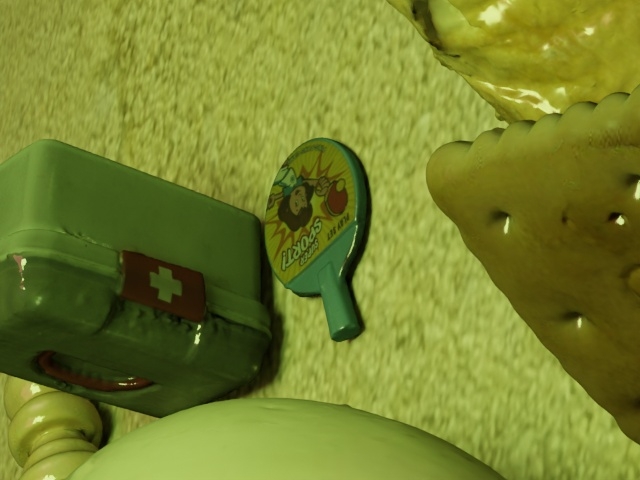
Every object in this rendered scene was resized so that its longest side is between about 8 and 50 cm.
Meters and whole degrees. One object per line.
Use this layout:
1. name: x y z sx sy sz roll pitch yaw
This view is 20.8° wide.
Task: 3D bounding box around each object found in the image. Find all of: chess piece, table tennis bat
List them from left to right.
1. chess piece: -0.195 0.155 1.317 0.094 0.094 0.170 -50 38 29
2. table tennis bat: 0.000 0.000 1.172 0.100 0.019 0.155 -41 48 35

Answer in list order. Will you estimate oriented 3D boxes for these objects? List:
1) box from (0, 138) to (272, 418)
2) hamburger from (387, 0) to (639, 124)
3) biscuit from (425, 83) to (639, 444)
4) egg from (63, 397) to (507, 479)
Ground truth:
1. box: -0.144 0.031 1.190 0.148 0.210 0.129 -29 51 45
2. hamburger: 0.158 -0.169 0.839 0.259 0.283 0.144 -42 9 23
3. biscuit: 0.212 0.007 0.773 0.325 0.217 0.044 -15 31 47
4. egg: -0.007 0.221 0.902 0.345 0.283 0.283 -4 75 36
